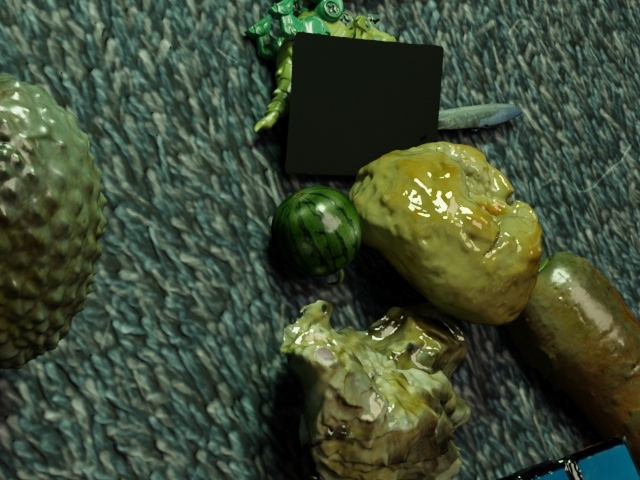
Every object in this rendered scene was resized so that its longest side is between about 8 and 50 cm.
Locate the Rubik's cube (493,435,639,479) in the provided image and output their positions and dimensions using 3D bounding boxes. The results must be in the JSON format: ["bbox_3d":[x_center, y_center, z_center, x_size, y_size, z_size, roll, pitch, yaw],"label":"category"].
[{"bbox_3d":[0.171,0.383,1.657,0.283,0.293,0.288,-12,76,-44],"label":"Rubik's cube"}]

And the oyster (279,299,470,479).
[{"bbox_3d":[0.062,0.159,1.806,0.351,0.115,0.238,25,46,-57],"label":"oyster"}]

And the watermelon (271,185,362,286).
[{"bbox_3d":[0.000,-0.006,1.871,0.109,0.109,0.109,22,52,-32],"label":"watermelon"}]

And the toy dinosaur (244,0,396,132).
[{"bbox_3d":[-0.020,-0.215,1.994,0.153,0.094,0.259,51,51,-2],"label":"toy dinosaur"}]

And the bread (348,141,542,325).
[{"bbox_3d":[0.148,-0.019,1.950,0.244,0.134,0.244,33,25,-17],"label":"bread"}]

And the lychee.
[{"bbox_3d":[-0.304,-0.018,1.489,0.255,0.255,0.274,-35,104,-48],"label":"lychee"}]

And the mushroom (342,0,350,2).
[{"bbox_3d":[0.066,-0.397,2.175,0.159,0.122,0.328,26,37,20],"label":"mushroom"}]

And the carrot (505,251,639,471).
[{"bbox_3d":[0.344,0.149,2.072,0.302,0.138,0.139,47,43,-11],"label":"carrot"}]

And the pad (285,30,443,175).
[{"bbox_3d":[0.053,-0.154,2.003,0.265,0.009,0.159,-1,97,-47],"label":"pad"}]

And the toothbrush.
[{"bbox_3d":[0.116,-0.140,2.102,0.035,0.042,0.413,30,27,35],"label":"toothbrush"}]
